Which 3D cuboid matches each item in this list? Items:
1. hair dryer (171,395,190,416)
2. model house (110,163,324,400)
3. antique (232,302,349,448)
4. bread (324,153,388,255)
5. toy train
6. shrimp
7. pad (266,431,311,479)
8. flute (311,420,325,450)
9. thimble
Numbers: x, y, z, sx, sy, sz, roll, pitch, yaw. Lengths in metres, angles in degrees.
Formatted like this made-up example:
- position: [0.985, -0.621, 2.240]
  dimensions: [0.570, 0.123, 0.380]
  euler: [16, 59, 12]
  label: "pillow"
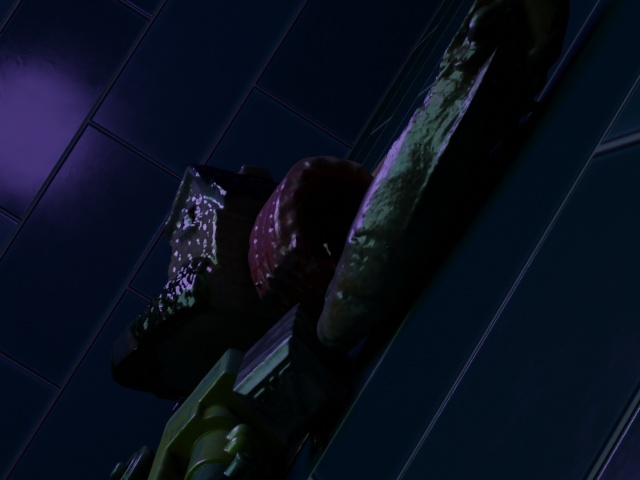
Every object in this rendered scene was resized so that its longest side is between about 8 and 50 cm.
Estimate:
- position: [-0.181, 0.271, 1.614]
  dimensions: [0.235, 0.091, 0.272]
  euler: [-51, -27, -29]
  label: "hair dryer"
- position: [-0.129, 0.049, 1.719]
  dimensions: [0.298, 0.243, 0.284]
  euler: [-41, 39, 49]
  label: "model house"
- position: [-0.028, 0.141, 1.334]
  dimensions: [0.088, 0.086, 0.183]
  euler: [-44, 5, 8]
  label: "antique"
- position: [0.040, 0.009, 1.855]
  dimensions: [0.316, 0.054, 0.316]
  euler: [-58, 5, 8]
  label: "bread"
- position: [-0.131, 0.267, 1.345]
  dimensions: [0.237, 0.150, 0.369]
  euler: [-51, 7, 7]
  label: "toy train"
- position: [0.119, -0.070, 1.290]
  dimensions: [0.446, 0.110, 0.221]
  euler: [-60, -6, 23]
  label: "shrimp"
- position: [-0.096, 0.327, 1.447]
  dimensions: [0.300, 0.005, 0.202]
  euler: [-58, 4, -2]
  label: "pad"
- position: [-0.005, 0.186, 1.359]
  dimensions: [0.014, 0.014, 0.269]
  euler: [-58, 4, 2]
  label: "flute"
- position: [0.005, -0.003, 1.550]
  dimensions: [0.125, 0.163, 0.190]
  euler: [-48, 20, 49]
  label: "thimble"
